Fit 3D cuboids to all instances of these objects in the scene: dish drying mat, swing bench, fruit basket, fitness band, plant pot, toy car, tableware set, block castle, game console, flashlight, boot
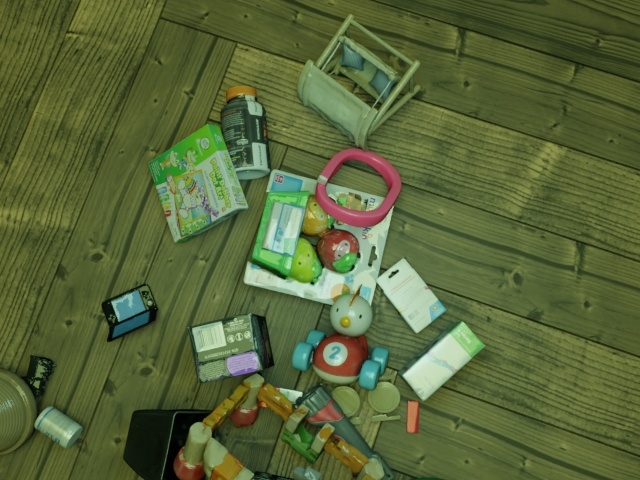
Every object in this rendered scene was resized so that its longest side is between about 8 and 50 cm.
[{"bbox_3d":[0.248,0.474,1.824,0.032,0.008,0.083,3,80,2],"label":"dish drying mat"},{"bbox_3d":[0.101,-0.430,1.870,0.253,0.165,0.255,40,85,17],"label":"swing bench"},{"bbox_3d":[0.000,0.000,1.830,0.353,0.165,0.327,14,82,1],"label":"fruit basket"},{"bbox_3d":[0.105,-0.146,1.821,0.209,0.054,0.291,28,43,6],"label":"fitness band"},{"bbox_3d":[-0.396,0.520,1.752,0.167,0.187,0.188,5,80,30],"label":"plant pot"},{"bbox_3d":[0.068,0.227,1.740,0.219,0.210,0.238,12,103,15],"label":"toy car"},{"bbox_3d":[0.117,0.423,1.820,0.194,0.039,0.128,-7,96,7],"label":"tableware set"},{"bbox_3d":[-0.103,0.571,1.651,0.453,0.213,0.303,33,40,15],"label":"block castle"},{"bbox_3d":[-0.527,0.196,1.857,0.144,0.085,0.124,-24,81,-2],"label":"game console"},{"bbox_3d":[0.055,0.519,1.768,0.103,0.103,0.304,-37,92,-22],"label":"flashlight"},{"bbox_3d":[-0.884,0.464,1.790,0.237,0.110,0.237,1,95,8],"label":"plant pot"},{"bbox_3d":[-0.798,0.364,1.862,0.121,0.045,0.099,14,83,-1],"label":"boot"}]

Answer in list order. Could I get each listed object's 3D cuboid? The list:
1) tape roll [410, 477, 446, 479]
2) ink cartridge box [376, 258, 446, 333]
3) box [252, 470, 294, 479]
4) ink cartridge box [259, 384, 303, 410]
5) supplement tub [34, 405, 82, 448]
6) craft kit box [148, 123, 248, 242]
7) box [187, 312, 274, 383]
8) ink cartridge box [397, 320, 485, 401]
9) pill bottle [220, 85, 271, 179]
[{"bbox_3d":[0.285,0.781,1.741,0.321,0.077,0.321,0,81,3],"label":"tape roll"},{"bbox_3d":[0.242,0.151,1.846,0.104,0.061,0.181,-37,82,-4],"label":"ink cartridge box"},{"bbox_3d":[-0.103,0.697,1.767,0.180,0.077,0.147,9,81,4],"label":"box"},{"bbox_3d":[-0.108,0.430,1.833,0.115,0.029,0.063,10,82,3],"label":"ink cartridge box"},{"bbox_3d":[-0.704,0.501,1.824,0.107,0.071,0.071,31,84,7],"label":"supplement tub"},{"bbox_3d":[-0.340,-0.152,1.862,0.246,0.061,0.250,-26,80,27],"label":"craft kit box"},{"bbox_3d":[-0.221,0.274,1.739,0.165,0.270,0.143,-12,81,0],"label":"box"},{"bbox_3d":[0.311,0.313,1.772,0.212,0.154,0.093,-42,82,-4],"label":"ink cartridge box"},{"bbox_3d":[-0.212,-0.303,1.899,0.130,0.130,0.246,-6,82,1],"label":"pill bottle"}]
